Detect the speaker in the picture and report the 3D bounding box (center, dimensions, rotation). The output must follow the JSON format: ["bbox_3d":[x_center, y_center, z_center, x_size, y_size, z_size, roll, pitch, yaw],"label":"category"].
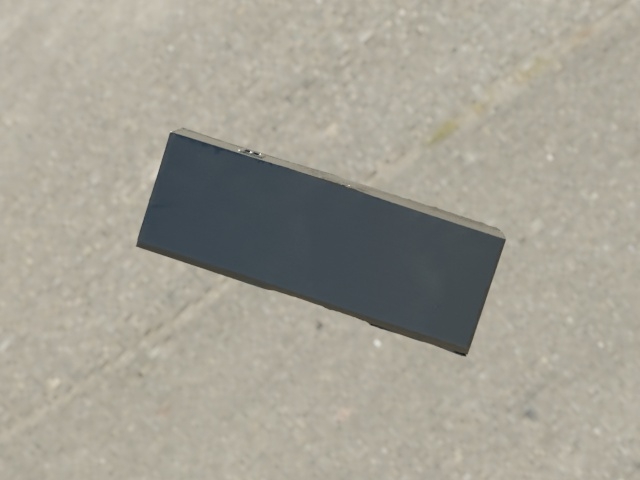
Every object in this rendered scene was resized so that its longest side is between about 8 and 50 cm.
[{"bbox_3d":[0.000,0.000,0.967,0.044,0.218,0.082,-56,-17,-81],"label":"speaker"}]
